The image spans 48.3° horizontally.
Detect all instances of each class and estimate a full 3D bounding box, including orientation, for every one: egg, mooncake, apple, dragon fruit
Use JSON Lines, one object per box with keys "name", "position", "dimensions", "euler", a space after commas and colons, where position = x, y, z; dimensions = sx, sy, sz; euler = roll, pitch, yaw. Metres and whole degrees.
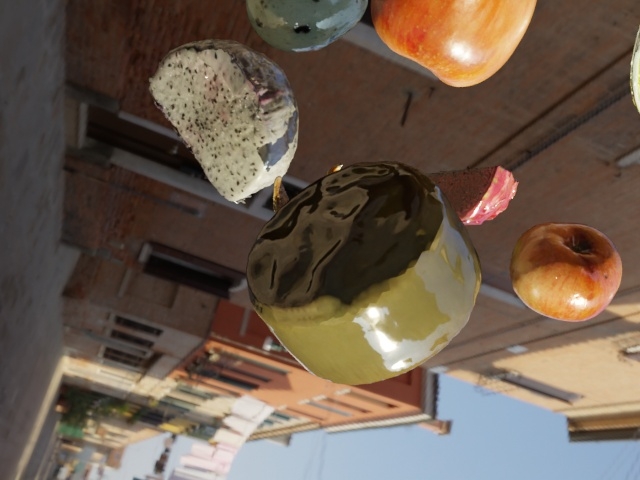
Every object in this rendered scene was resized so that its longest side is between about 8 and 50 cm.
{"name": "egg", "position": [-0.018, -0.323, 0.962], "dimensions": [0.131, 0.164, 0.131], "euler": [165, -90, -77]}
{"name": "mooncake", "position": [0.046, 0.030, 0.905], "dimensions": [0.285, 0.155, 0.284], "euler": [-24, -144, 19]}
{"name": "apple", "position": [0.467, 0.054, 1.370], "dimensions": [0.164, 0.210, 0.209], "euler": [95, 4, -51]}
{"name": "apple", "position": [0.215, -0.379, 1.104], "dimensions": [0.241, 0.242, 0.242], "euler": [-56, -163, 23]}
{"name": "dragon fruit", "position": [0.360, -0.105, 1.748], "dimensions": [0.262, 0.163, 0.189], "euler": [5, -127, 55]}
{"name": "dragon fruit", "position": [-0.132, -0.240, 1.290], "dimensions": [0.204, 0.283, 0.221], "euler": [-33, 179, 32]}

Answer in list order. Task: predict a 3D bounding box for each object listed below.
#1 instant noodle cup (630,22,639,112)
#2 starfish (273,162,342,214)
{"name": "instant noodle cup", "position": [0.475, -0.224, 0.812], "dimensions": [0.153, 0.205, 0.204], "euler": [22, -88, 42]}
{"name": "starfish", "position": [0.001, 0.000, 1.165], "dimensions": [0.050, 0.138, 0.247], "euler": [-35, -112, 63]}
